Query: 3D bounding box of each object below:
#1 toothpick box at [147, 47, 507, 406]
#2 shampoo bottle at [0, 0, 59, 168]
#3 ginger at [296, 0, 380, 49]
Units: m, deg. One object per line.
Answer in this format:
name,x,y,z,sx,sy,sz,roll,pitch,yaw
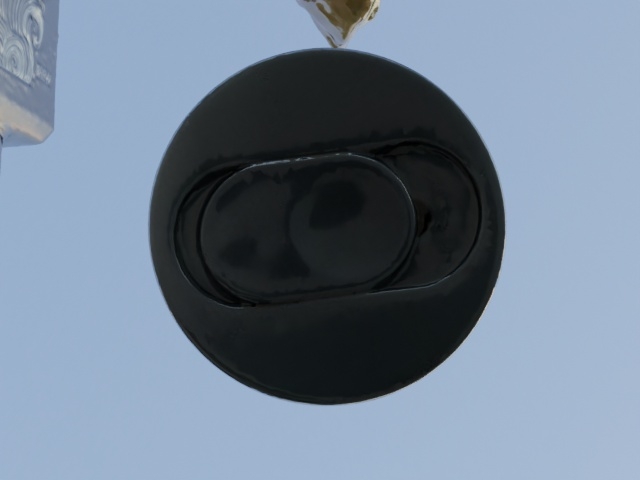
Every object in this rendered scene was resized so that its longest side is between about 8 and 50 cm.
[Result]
toothpick box,0.000,0.000,0.601,0.101,0.153,0.101,0,-93,-2
shampoo bottle,-0.180,-0.138,1.001,0.071,0.098,0.309,-1,-103,14
ginger,-0.027,-0.166,0.815,0.122,0.115,0.193,-17,-75,-28
